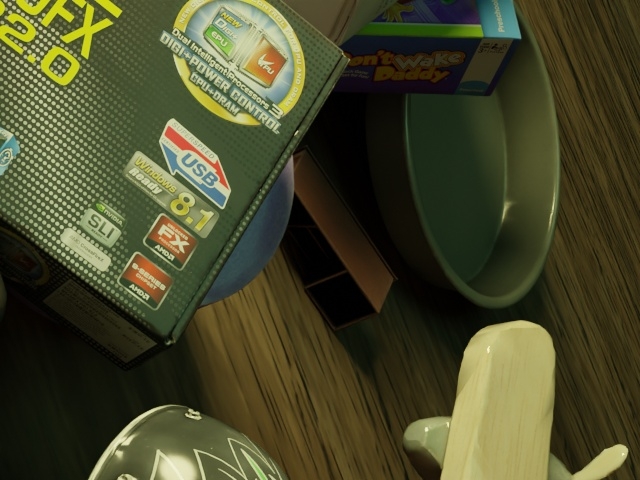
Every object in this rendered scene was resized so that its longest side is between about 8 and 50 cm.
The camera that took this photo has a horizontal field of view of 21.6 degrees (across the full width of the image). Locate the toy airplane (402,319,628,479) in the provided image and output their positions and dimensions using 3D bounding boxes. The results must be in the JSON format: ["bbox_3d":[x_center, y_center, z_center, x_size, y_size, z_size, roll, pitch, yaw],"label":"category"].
[{"bbox_3d":[0.099,0.294,1.017,0.386,0.272,0.384,-34,88,-26],"label":"toy airplane"}]

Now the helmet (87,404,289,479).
[{"bbox_3d":[-0.079,0.174,0.842,0.169,0.161,0.169,41,35,-39],"label":"helmet"}]

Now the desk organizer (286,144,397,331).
[{"bbox_3d":[0.000,0.000,1.254,0.130,0.047,0.050,55,31,-19],"label":"desk organizer"}]

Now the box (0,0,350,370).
[{"bbox_3d":[-0.142,-0.097,0.879,0.270,0.060,0.216,39,58,-13],"label":"box"}]

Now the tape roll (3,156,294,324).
[{"bbox_3d":[-0.113,-0.044,0.978,0.189,0.080,0.189,12,70,-35],"label":"tape roll"}]

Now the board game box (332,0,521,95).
[{"bbox_3d":[0.005,-0.278,1.309,0.233,0.078,0.347,-1,61,-15],"label":"board game box"}]

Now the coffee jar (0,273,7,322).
[{"bbox_3d":[-0.225,0.043,0.759,0.184,0.096,0.079,-36,108,-62],"label":"coffee jar"}]

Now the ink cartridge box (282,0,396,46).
[{"bbox_3d":[0.039,-0.318,1.215,0.223,0.129,0.307,42,57,10],"label":"ink cartridge box"}]

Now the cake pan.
[{"bbox_3d":[0.125,-0.085,1.460,0.293,0.054,0.293,12,76,-57],"label":"cake pan"}]
